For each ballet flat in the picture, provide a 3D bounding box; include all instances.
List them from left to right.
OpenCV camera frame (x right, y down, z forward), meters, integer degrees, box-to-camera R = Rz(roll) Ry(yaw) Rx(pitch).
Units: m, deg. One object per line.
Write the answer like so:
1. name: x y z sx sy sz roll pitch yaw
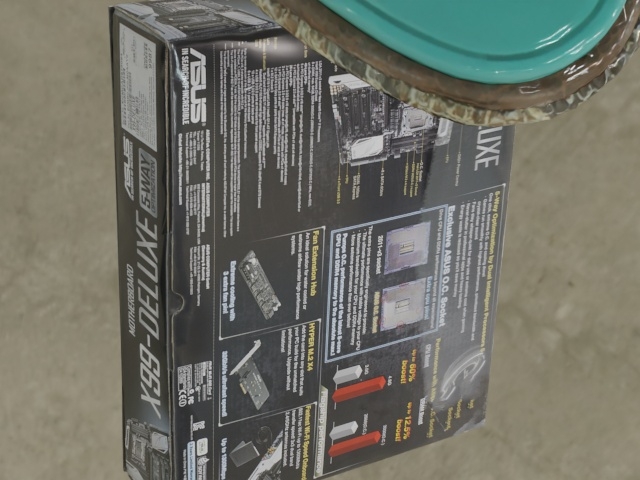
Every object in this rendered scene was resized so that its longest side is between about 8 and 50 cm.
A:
1. ballet flat: -0.056 -0.235 0.499 0.164 0.182 0.483 -41 87 -5

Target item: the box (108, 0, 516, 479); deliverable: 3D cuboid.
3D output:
1. box: 0.000 0.000 0.784 0.242 0.307 0.076 -13 28 -30
